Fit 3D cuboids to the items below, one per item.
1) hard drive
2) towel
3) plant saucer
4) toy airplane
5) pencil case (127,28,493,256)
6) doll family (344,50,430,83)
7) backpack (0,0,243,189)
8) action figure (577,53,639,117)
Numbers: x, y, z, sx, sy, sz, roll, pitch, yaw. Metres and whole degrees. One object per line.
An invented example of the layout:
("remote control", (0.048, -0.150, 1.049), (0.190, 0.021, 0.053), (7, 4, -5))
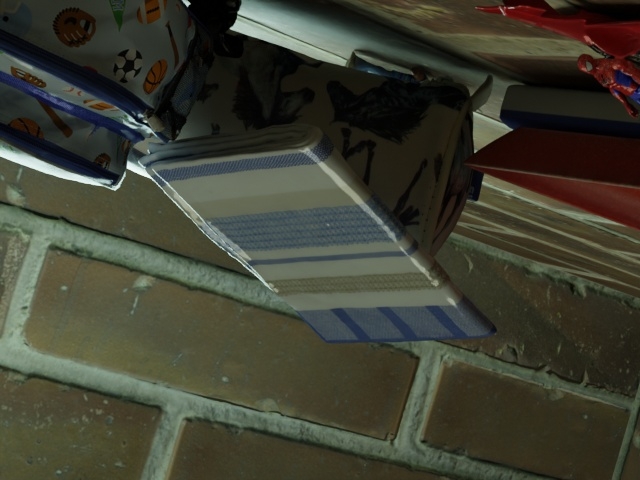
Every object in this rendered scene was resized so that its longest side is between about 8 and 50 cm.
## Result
("hard drive", (0.329, -0.074, 1.355), (0.210, 0.040, 0.318), (18, 177, -35))
("towel", (0.000, 0.000, 1.401), (0.209, 0.034, 0.285), (-4, 141, 43))
("plant saucer", (0.293, -0.038, 1.349), (0.258, 0.048, 0.259), (18, 177, -34))
("toy airplane", (0.167, -0.141, 1.057), (0.151, 0.028, 0.151), (17, 179, 0))
("pencil case", (-0.054, -0.114, 1.488), (0.410, 0.183, 0.160), (19, 156, 14))
("doll family", (0.064, -0.129, 1.596), (0.111, 0.076, 0.193), (22, 174, -5))
("backpack", (-0.222, -0.165, 1.261), (0.276, 0.213, 0.263), (18, 170, 6))
("action figure", (0.238, -0.108, 1.203), (0.115, 0.030, 0.038), (28, 159, -13))
